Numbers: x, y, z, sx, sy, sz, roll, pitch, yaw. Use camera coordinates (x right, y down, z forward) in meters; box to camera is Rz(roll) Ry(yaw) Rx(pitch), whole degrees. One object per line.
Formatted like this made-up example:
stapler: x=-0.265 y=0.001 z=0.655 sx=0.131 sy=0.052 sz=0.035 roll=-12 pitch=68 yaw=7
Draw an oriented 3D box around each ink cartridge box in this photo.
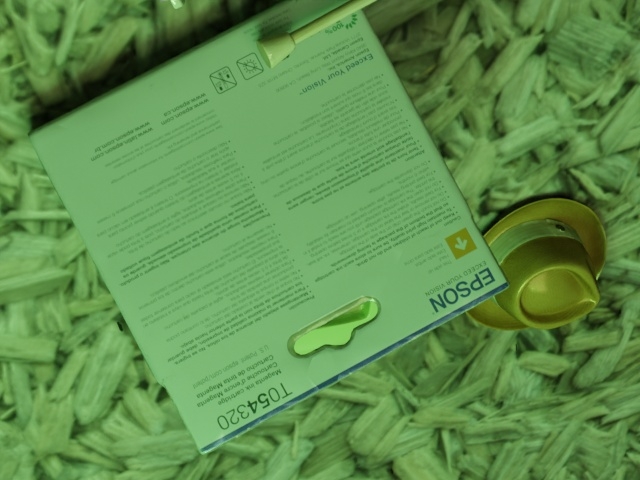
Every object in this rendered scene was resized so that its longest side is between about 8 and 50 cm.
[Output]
ink cartridge box: x=-0.047 y=-0.025 z=1.418 sx=0.324 sy=0.071 sz=0.330 roll=-28 pitch=89 yaw=-7

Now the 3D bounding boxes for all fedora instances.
fedora: x=0.253 y=0.045 z=1.748 sx=0.194 sy=0.079 sz=0.194 roll=-14 pitch=129 yaw=-18

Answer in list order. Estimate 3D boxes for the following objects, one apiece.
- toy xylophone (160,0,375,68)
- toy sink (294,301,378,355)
toy xylophone: x=-0.004 y=-0.290 z=1.330 sx=0.322 sy=0.081 sz=0.236 roll=-34 pitch=113 yaw=-4
toy sink: x=0.000 y=0.000 z=1.549 sx=0.152 sy=0.131 sz=0.234 roll=-10 pitch=127 yaw=-21
